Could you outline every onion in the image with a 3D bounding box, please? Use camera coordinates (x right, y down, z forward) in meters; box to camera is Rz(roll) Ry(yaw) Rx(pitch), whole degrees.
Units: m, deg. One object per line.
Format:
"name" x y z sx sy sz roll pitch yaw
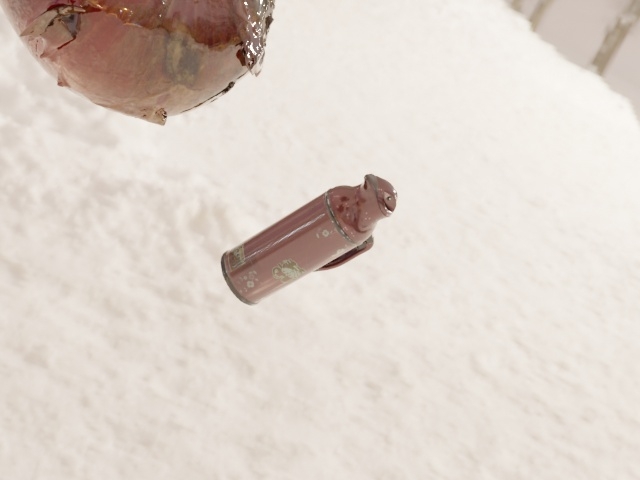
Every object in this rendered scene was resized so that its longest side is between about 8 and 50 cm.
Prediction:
"onion" -0.207 -0.302 1.353 0.353 0.354 0.354 21 21 -8

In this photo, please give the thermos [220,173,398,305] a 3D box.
"thermos" -0.003 0.001 2.036 0.136 0.330 0.109 54 24 -12
